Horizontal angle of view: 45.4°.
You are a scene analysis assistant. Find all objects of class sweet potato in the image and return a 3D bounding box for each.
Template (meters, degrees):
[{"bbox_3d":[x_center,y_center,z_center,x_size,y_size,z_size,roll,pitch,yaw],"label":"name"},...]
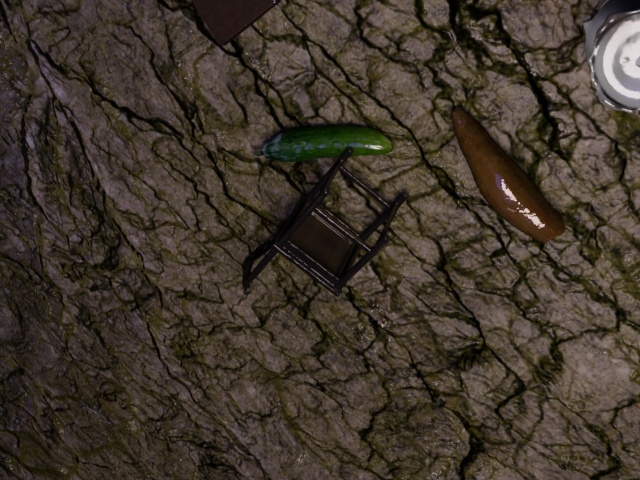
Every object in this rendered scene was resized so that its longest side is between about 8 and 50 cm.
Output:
[{"bbox_3d":[0.264,-0.091,1.142,0.244,0.077,0.077,48,119,5],"label":"sweet potato"}]

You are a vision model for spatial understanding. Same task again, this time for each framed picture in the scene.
[{"bbox_3d":[-0.158,-0.421,1.231,0.128,0.023,0.168,-30,95,28],"label":"framed picture"}]

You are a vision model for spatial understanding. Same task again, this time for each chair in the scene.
[{"bbox_3d":[0.000,0.000,1.229,0.141,0.154,0.260,38,129,-7],"label":"chair"}]

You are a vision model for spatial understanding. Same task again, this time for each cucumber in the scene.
[{"bbox_3d":[-0.002,-0.157,1.241,0.250,0.056,0.056,-2,108,21],"label":"cucumber"}]

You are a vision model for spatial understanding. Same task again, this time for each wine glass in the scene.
[{"bbox_3d":[0.396,-0.234,0.940,0.156,0.232,0.156,8,112,20],"label":"wine glass"}]
